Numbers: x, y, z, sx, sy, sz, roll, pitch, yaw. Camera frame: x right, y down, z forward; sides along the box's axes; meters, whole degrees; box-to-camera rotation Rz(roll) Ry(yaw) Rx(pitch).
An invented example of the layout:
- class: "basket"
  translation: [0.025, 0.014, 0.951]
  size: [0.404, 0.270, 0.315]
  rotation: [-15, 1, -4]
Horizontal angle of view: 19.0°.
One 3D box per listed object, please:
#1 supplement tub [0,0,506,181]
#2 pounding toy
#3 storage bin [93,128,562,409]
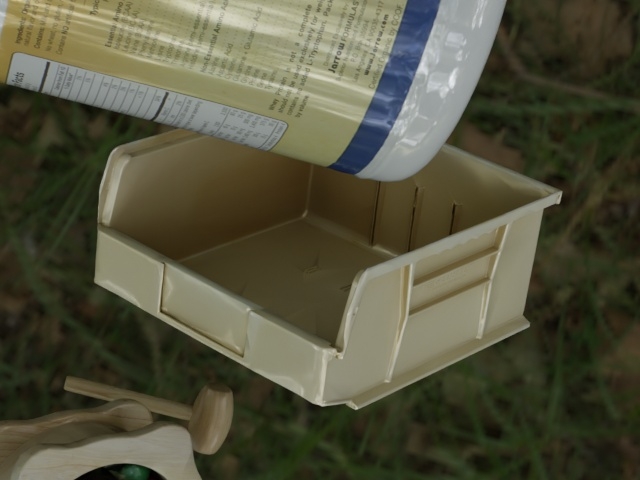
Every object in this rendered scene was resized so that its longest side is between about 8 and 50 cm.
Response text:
- class: "supplement tub"
  translation: [-0.073, -0.173, 0.961]
  size: [0.316, 0.228, 0.228]
  rotation: [15, 128, -10]
- class: "pounding toy"
  translation: [-0.195, 0.212, 1.642]
  size: [0.155, 0.269, 0.154]
  rotation: [22, 113, 49]
- class: "storage bin"
  translation: [0.000, 0.000, 1.505]
  size: [0.262, 0.260, 0.123]
  rotation: [26, 121, 34]
